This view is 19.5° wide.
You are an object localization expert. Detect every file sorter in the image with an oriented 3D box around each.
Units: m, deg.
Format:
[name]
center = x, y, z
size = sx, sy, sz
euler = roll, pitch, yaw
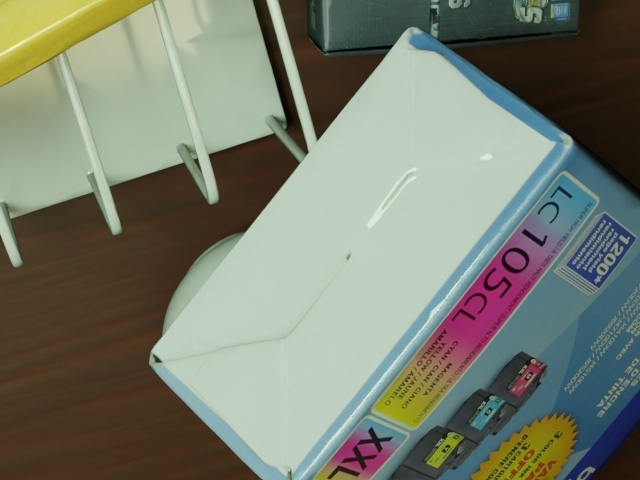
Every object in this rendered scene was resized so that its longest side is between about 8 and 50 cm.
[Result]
[file sorter]
center = -0.162, -0.099, 1.168
size = 0.278, 0.173, 0.193
euler = -18, 111, -7

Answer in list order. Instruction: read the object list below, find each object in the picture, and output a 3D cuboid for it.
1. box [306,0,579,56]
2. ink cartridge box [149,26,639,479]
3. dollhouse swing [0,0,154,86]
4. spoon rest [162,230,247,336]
[box]
center = 0.081, -0.246, 1.238
size = 0.183, 0.059, 0.232
euler = -5, 110, -11
[ink cartridge box]
center = 0.113, 0.060, 1.242
size = 0.270, 0.151, 0.395
euler = -51, 148, 7
[dollhouse swing]
center = -0.273, -0.229, 0.957
size = 0.305, 0.347, 0.315
euler = -35, 157, 15
[spoon rest]
center = 0.000, 0.000, 1.274
size = 0.276, 0.084, 0.137
euler = -47, 150, 6
